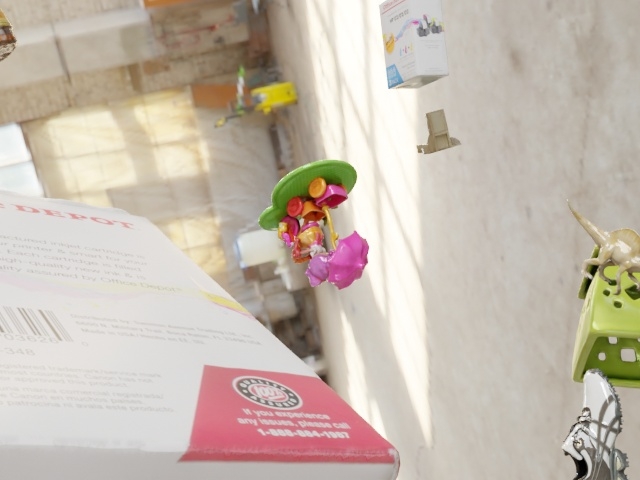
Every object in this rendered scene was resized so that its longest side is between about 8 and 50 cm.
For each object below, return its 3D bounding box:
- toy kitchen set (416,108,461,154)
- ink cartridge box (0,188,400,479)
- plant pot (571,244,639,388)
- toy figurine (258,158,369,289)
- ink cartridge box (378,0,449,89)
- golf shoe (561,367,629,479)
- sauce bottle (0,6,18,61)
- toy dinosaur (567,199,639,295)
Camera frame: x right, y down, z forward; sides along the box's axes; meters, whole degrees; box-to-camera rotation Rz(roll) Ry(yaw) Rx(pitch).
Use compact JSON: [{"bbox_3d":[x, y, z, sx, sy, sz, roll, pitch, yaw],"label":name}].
[{"bbox_3d":[0.220,-0.205,1.734,0.083,0.068,0.075,-172,67,-71],"label":"toy kitchen set"},{"bbox_3d":[-0.144,0.079,0.483,0.306,0.226,0.131,33,108,51],"label":"ink cartridge box"},{"bbox_3d":[0.565,0.125,1.631,0.228,0.227,0.207,81,-165,-58],"label":"plant pot"},{"bbox_3d":[0.000,0.000,1.310,0.130,0.173,0.159,14,-133,-48],"label":"toy figurine"},{"bbox_3d":[0.147,-0.343,1.501,0.104,0.061,0.181,170,94,-65],"label":"ink cartridge box"},{"bbox_3d":[0.426,0.301,1.471,0.077,0.094,0.198,106,160,-74],"label":"golf shoe"},{"bbox_3d":[-0.236,-0.169,0.579,0.128,0.042,0.042,59,173,-3],"label":"sauce bottle"},{"bbox_3d":[0.429,0.018,1.374,0.183,0.053,0.092,40,116,32],"label":"toy dinosaur"}]
